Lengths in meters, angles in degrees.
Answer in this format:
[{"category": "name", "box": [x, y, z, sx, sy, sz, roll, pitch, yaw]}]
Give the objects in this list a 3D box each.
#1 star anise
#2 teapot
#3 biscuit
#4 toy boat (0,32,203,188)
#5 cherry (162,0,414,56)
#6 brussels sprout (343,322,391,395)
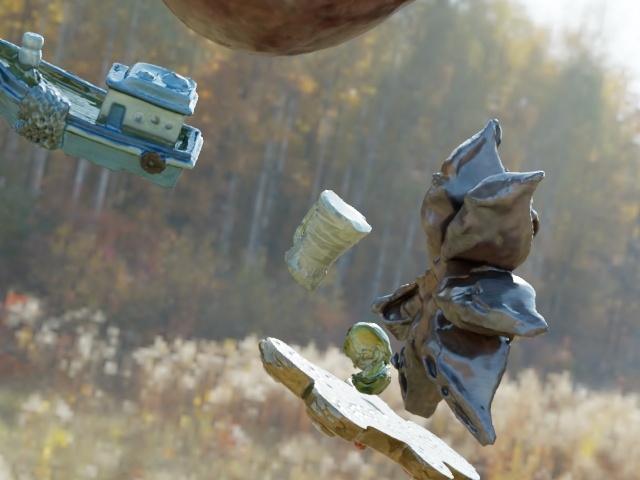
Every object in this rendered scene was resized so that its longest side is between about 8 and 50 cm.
[{"category": "star anise", "box": [0.091, 0.035, 1.013, 0.063, 0.208, 0.172, 10, 34, -21]}, {"category": "teapot", "box": [0.000, 0.000, 1.464, 0.057, 0.083, 0.067, 21, 22, -43]}, {"category": "biscuit", "box": [0.070, 0.233, 1.899, 0.339, 0.047, 0.216, 32, 8, -44]}, {"category": "toy boat", "box": [-0.221, -0.138, 1.494, 0.237, 0.098, 0.109, 20, 25, -5]}, {"category": "cherry", "box": [-0.014, -0.224, 0.952, 0.203, 0.230, 0.300, 44, 1, -21]}, {"category": "brussels sprout", "box": [0.047, 0.120, 1.551, 0.046, 0.083, 0.051, -33, -51, 28]}]
